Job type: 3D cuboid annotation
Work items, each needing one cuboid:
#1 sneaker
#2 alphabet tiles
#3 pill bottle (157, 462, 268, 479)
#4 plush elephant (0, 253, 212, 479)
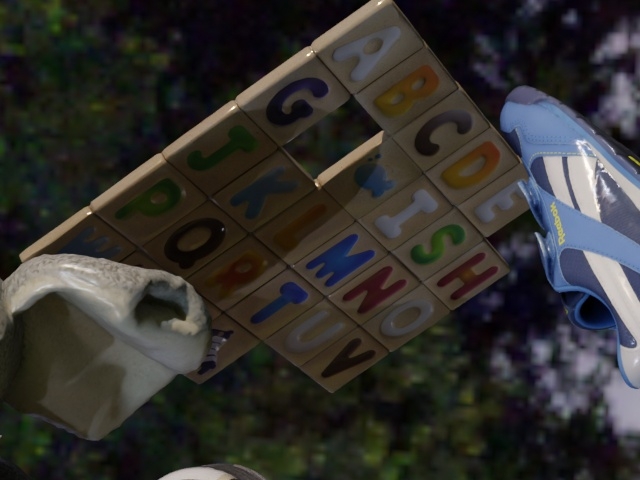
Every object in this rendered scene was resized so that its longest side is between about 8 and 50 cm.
[{"bbox_3d":[0.100,-0.005,0.671,0.053,0.144,0.059,27,-71,-41],"label":"sneaker"},{"bbox_3d":[0.000,0.000,0.881,0.237,0.198,0.009,42,-164,-53],"label":"alphabet tiles"},{"bbox_3d":[-0.062,0.160,0.994,0.137,0.078,0.078,46,-131,-82],"label":"pill bottle"},{"bbox_3d":[-0.181,0.106,0.714,0.330,0.272,0.255,-91,6,-46],"label":"plush elephant"}]
